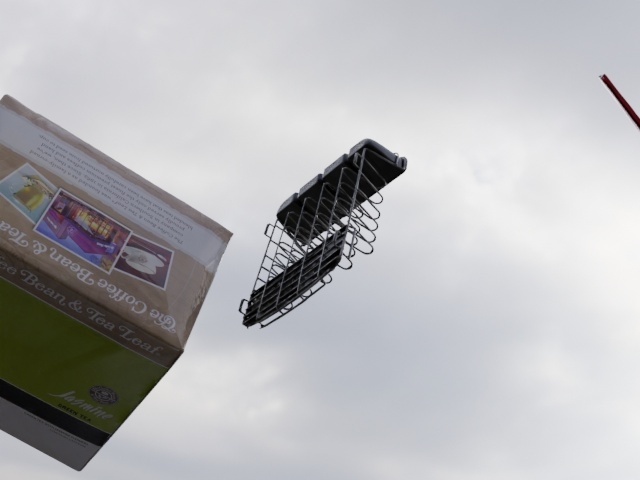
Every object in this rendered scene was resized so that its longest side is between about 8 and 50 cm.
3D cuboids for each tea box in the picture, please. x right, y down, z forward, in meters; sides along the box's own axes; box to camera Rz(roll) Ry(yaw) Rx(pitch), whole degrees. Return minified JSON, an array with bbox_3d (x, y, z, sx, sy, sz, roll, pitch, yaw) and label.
[{"bbox_3d":[-0.342,0.062,1.278,0.329,0.220,0.323,33,-48,-13],"label":"tea box"}]

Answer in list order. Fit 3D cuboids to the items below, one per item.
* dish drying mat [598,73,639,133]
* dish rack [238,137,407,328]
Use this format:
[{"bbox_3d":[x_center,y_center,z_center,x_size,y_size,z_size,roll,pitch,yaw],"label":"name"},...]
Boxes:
[{"bbox_3d":[0.311,-0.135,1.052,0.083,0.008,0.032,52,11,-1],"label":"dish drying mat"},{"bbox_3d":[0.000,0.000,1.303,0.074,0.271,0.208,38,-52,-19],"label":"dish rack"}]
